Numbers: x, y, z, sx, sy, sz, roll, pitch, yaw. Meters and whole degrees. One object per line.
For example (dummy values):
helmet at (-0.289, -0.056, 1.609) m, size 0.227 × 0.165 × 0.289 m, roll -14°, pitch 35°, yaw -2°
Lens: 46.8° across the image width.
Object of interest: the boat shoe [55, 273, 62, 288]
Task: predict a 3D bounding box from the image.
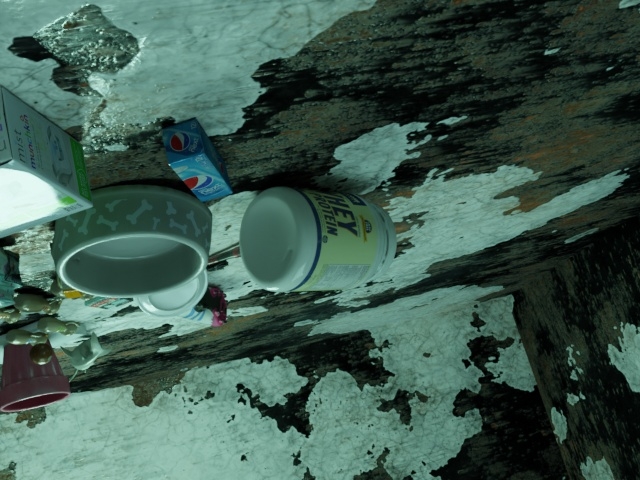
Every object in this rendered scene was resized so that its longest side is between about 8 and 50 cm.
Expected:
boat shoe at (-0.550, 0.102, 1.825) m, size 0.072 × 0.068 × 0.190 m, roll -8°, pitch 173°, yaw 44°

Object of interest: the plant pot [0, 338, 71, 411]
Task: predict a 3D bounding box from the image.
plant pot at (-0.851, 0.390, 2.177) m, size 0.201 × 0.180 × 0.201 m, roll -15°, pitch 163°, yaw -5°

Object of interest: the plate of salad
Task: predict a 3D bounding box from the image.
plate of salad at (-0.395, 0.117, 1.960) m, size 0.200 × 0.048 × 0.199 m, roll -15°, pitch 126°, yaw -22°

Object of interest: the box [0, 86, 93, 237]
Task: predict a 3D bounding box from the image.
box at (-0.527, -0.094, 1.129) m, size 0.262 × 0.126 × 0.231 m, roll -18°, pitch 163°, yaw 8°

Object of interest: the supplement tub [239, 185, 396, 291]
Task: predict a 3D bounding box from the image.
supplement tub at (0.000, 0.000, 1.725) m, size 0.325 × 0.235 × 0.235 m, roll 1°, pitch 156°, yaw -45°

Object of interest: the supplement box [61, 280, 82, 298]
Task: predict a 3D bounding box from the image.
supplement box at (-0.572, 0.077, 1.695) m, size 0.036 × 0.098 × 0.062 m, roll -9°, pitch 164°, yaw -11°

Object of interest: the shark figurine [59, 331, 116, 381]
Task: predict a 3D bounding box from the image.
shark figurine at (-0.768, 0.359, 2.347) m, size 0.166 × 0.116 × 0.278 m, roll -54°, pitch -161°, yaw -22°

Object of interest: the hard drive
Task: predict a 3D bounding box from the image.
hard drive at (-0.906, 0.313, 2.266) m, size 0.308 × 0.040 × 0.203 m, roll -21°, pitch 163°, yaw 17°

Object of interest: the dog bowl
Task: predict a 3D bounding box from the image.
dog bowl at (-0.393, 0.016, 1.552) m, size 0.349 × 0.102 × 0.348 m, roll -10°, pitch 154°, yaw -5°

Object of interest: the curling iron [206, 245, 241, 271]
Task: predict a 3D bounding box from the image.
curling iron at (-0.208, 0.027, 1.978) m, size 0.274 × 0.035 × 0.068 m, roll -24°, pitch 166°, yaw 29°

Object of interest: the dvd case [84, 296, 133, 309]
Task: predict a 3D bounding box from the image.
dvd case at (-0.610, 0.177, 2.138) m, size 0.087 × 0.013 × 0.119 m, roll -21°, pitch 162°, yaw 17°

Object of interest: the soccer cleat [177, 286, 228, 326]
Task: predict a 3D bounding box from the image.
soccer cleat at (-0.383, 0.190, 2.260) m, size 0.143 × 0.116 × 0.331 m, roll -2°, pitch 163°, yaw 10°

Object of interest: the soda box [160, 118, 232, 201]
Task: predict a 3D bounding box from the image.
soda box at (-0.222, -0.141, 1.350) m, size 0.067 × 0.071 × 0.210 m, roll -17°, pitch 164°, yaw 3°

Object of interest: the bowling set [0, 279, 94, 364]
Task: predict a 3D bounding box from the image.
bowling set at (-0.716, 0.227, 1.903) m, size 0.287 × 0.199 × 0.154 m, roll -15°, pitch 165°, yaw 13°

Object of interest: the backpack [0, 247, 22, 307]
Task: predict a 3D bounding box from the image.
backpack at (-0.708, 0.073, 1.488) m, size 0.166 × 0.144 × 0.188 m, roll -9°, pitch 160°, yaw -2°
